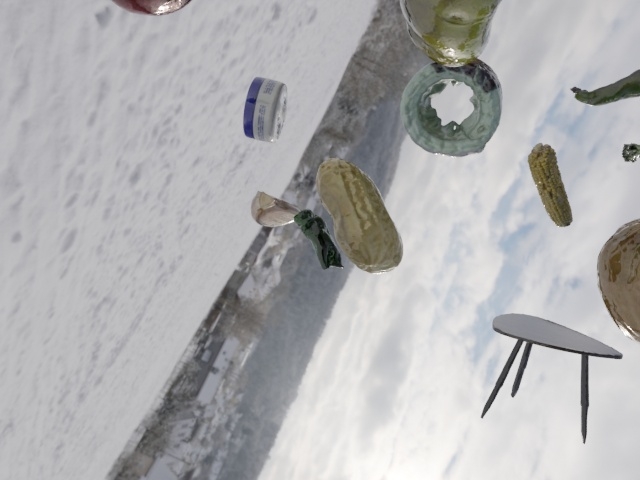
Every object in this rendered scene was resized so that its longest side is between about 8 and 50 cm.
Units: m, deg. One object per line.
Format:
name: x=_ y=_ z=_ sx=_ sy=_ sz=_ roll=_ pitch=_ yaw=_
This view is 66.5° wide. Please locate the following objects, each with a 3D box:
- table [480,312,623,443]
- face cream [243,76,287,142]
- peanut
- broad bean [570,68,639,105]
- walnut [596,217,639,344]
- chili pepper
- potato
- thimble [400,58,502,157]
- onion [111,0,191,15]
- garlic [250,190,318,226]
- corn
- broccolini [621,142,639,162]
table: x=0.579 y=0.357 z=1.315 sx=0.317 sy=0.318 sz=0.248 roll=-67 pitch=168 yaw=-82
face cream: x=-0.178 y=-0.434 z=1.633 sx=0.206 sy=0.111 sz=0.205 roll=14 pitch=90 yaw=-88
peanut: x=0.089 y=-0.060 z=1.187 sx=0.152 sy=0.313 sz=0.152 roll=-24 pitch=179 yaw=0
broad bean: x=0.638 y=-0.322 z=1.027 sx=0.046 sy=0.196 sz=0.061 roll=44 pitch=43 yaw=-58
walnut: x=0.702 y=0.090 z=0.937 sx=0.285 sy=0.297 sz=0.285 roll=13 pitch=74 yaw=-56
chili pepper: x=0.001 y=-0.001 z=1.549 sx=0.098 sy=0.224 sz=0.061 roll=-26 pitch=168 yaw=-39
potato: x=0.205 y=-0.371 z=0.771 sx=0.144 sy=0.169 sz=0.248 roll=-21 pitch=166 yaw=14
thimble: x=0.308 y=-0.303 z=1.128 sx=0.237 sy=0.237 sz=0.150 roll=-65 pitch=172 yaw=30
onion: x=-0.349 y=-0.576 z=1.000 sx=0.248 sy=0.248 sz=0.161 roll=116 pitch=-44 yaw=-58
garlic: x=-0.134 y=-0.097 z=1.658 sx=0.267 sy=0.148 sz=0.128 roll=6 pitch=114 yaw=-49
corn: x=0.723 y=-0.170 z=1.534 sx=0.087 sy=0.288 sz=0.086 roll=-25 pitch=-161 yaw=9
broccolini: x=1.114 y=-0.303 z=1.703 sx=0.392 sy=0.079 sz=0.073 roll=-22 pitch=118 yaw=-62
